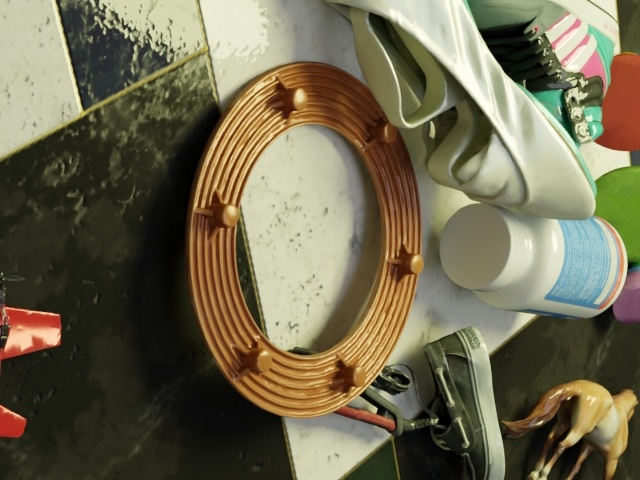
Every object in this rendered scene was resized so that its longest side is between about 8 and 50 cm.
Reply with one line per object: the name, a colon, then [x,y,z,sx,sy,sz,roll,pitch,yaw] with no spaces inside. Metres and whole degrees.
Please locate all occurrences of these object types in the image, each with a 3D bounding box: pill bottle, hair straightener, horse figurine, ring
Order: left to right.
ring: [0.000,0.000,1.561,0.336,0.032,0.337,-5,96,-49]
hair straightener: [0.052,0.143,1.682,0.230,0.047,0.089,25,80,-44]
pill bottle: [0.229,0.017,1.801,0.221,0.124,0.124,11,92,-51]
horse figurine: [0.316,0.234,2.014,0.263,0.066,0.174,37,78,-51]

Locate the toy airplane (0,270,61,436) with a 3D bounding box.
toy airplane: [-0.262,0.098,1.317,0.151,0.028,0.151,-16,112,-45]

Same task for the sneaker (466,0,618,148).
sneaker: [0.215,-0.172,1.741,0.295,0.123,0.178,14,80,-52]

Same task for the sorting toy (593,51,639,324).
sorting toy: [0.375,-0.079,1.992,0.126,0.127,0.366,-72,156,-56]

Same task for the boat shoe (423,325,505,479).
boat shoe: [0.151,0.189,1.808,0.070,0.078,0.219,-18,123,-8]

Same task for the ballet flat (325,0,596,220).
ballet flat: [0.127,-0.133,1.620,0.139,0.139,0.400,-53,123,-26]
